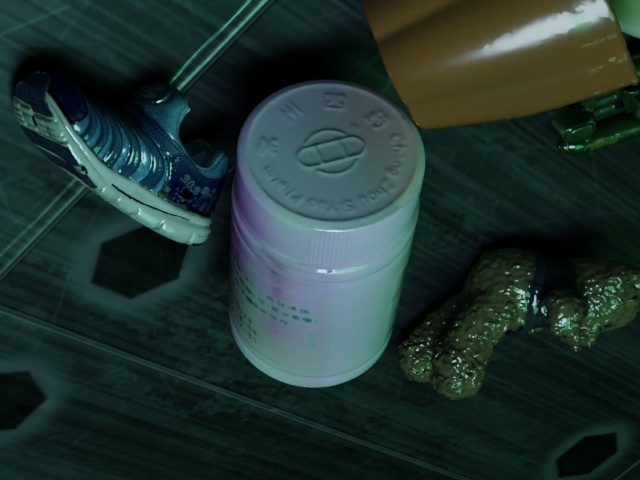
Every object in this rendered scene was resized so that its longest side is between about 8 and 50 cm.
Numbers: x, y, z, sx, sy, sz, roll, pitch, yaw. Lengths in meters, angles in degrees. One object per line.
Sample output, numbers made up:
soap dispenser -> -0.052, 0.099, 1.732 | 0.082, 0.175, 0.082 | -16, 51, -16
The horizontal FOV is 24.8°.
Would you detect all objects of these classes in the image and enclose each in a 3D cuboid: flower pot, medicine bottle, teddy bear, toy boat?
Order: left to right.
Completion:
medicine bottle -> 0.000, 0.000, 1.209 | 0.152, 0.152, 0.254 | -15, 150, -15
flower pot -> 0.130, -0.178, 1.114 | 0.173, 0.190, 0.190 | -20, 143, 13
teddy bear -> 0.201, 0.066, 1.455 | 0.251, 0.182, 0.129 | -18, 104, -10
toy boat -> 0.307, -0.138, 1.339 | 0.210, 0.052, 0.104 | -16, 137, -12

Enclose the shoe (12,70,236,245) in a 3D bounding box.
shoe -> -0.148, -0.079, 1.136 | 0.207, 0.091, 0.106 | 32, 88, -41

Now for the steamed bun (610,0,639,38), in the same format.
steamed bun -> 0.283, -0.215, 1.192 | 0.112, 0.091, 0.130 | 3, 152, -35
